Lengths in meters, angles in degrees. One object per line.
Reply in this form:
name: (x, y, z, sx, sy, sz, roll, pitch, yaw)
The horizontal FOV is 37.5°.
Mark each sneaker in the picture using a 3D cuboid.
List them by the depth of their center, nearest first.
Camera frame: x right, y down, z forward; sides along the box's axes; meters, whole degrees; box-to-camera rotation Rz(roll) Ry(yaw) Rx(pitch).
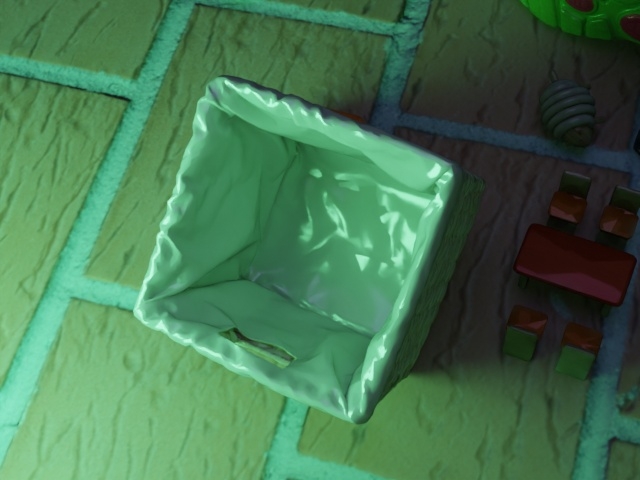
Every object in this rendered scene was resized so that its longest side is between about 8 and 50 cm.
sneaker: (0.501, -0.419, 1.496, 0.483, 0.185, 0.202, 29, 49, 18)

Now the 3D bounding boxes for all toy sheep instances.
toy sheep: (0.374, -0.199, 1.425, 0.091, 0.091, 0.132, -19, 69, -3)

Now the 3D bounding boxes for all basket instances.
basket: (0.000, 0.000, 1.200, 0.328, 0.266, 0.331, 23, 100, 16)

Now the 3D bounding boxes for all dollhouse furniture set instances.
dollhouse furniture set: (0.394, 0.050, 1.269, 0.259, 0.135, 0.262, 19, 67, 15)

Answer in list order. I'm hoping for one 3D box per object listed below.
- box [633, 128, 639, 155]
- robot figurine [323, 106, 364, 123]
box: (0.611, -0.139, 1.382, 0.233, 0.059, 0.183, -28, 63, -8)
robot figurine: (-0.006, -0.115, 1.402, 0.220, 0.128, 0.158, 21, 32, 16)
